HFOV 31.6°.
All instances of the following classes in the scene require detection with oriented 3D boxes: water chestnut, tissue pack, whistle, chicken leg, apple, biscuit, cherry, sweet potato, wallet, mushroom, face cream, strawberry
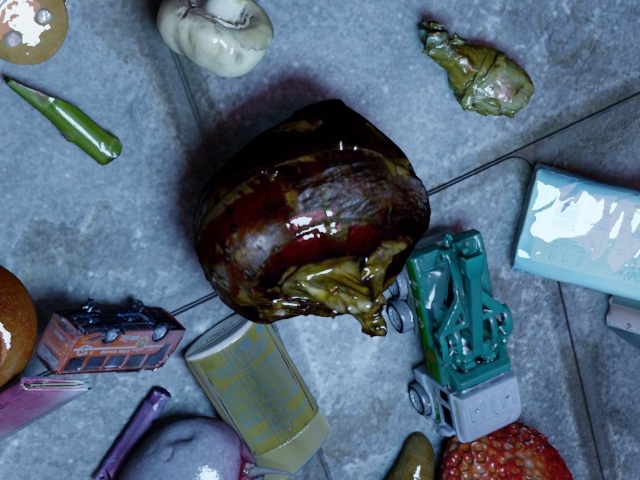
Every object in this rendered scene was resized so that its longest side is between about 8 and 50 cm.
[{"bbox_3d":[0.000,0.000,1.560,0.335,0.346,0.335,-22,156,-10],"label":"water chestnut"},{"bbox_3d":[0.456,-0.010,1.846,0.263,0.089,0.177,13,105,1],"label":"tissue pack"},{"bbox_3d":[-0.284,0.298,1.712,0.033,0.033,0.176,33,93,-30],"label":"whistle"},{"bbox_3d":[0.227,-0.253,1.711,0.228,0.088,0.103,23,111,-32],"label":"chicken leg"},{"bbox_3d":[-0.465,0.111,1.487,0.181,0.168,0.180,-5,109,-16],"label":"apple"},{"bbox_3d":[-0.429,-0.364,1.399,0.216,0.047,0.339,-33,118,-9],"label":"biscuit"},{"bbox_3d":[-0.186,0.365,1.691,0.266,0.183,0.213,-25,117,1],"label":"cherry"},{"bbox_3d":[0.094,0.485,1.916,0.114,0.092,0.341,41,90,8],"label":"sweet potato"},{"bbox_3d":[-0.430,0.238,1.531,0.232,0.025,0.119,-31,158,29],"label":"wallet"},{"bbox_3d":[-0.138,-0.287,1.497,0.154,0.154,0.122,6,131,-26],"label":"mushroom"},{"bbox_3d":[-0.089,0.248,1.761,0.139,0.067,0.285,-33,118,-9],"label":"face cream"},{"bbox_3d":[0.311,0.436,1.882,0.239,0.288,0.250,-3,104,-20],"label":"strawberry"}]

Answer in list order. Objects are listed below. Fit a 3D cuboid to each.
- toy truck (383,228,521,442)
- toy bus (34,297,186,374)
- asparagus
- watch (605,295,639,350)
[{"bbox_3d":[0.218,0.145,1.802,0.177,0.178,0.363,-20,118,-17],"label":"toy truck"},{"bbox_3d":[-0.287,0.137,1.576,0.096,0.073,0.235,-56,153,14],"label":"toy bus"},{"bbox_3d":[-0.343,-0.167,1.513,0.045,0.041,0.178,-23,128,37],"label":"asparagus"},{"bbox_3d":[0.627,0.081,1.991,0.253,0.162,0.241,34,80,-32],"label":"watch"}]
